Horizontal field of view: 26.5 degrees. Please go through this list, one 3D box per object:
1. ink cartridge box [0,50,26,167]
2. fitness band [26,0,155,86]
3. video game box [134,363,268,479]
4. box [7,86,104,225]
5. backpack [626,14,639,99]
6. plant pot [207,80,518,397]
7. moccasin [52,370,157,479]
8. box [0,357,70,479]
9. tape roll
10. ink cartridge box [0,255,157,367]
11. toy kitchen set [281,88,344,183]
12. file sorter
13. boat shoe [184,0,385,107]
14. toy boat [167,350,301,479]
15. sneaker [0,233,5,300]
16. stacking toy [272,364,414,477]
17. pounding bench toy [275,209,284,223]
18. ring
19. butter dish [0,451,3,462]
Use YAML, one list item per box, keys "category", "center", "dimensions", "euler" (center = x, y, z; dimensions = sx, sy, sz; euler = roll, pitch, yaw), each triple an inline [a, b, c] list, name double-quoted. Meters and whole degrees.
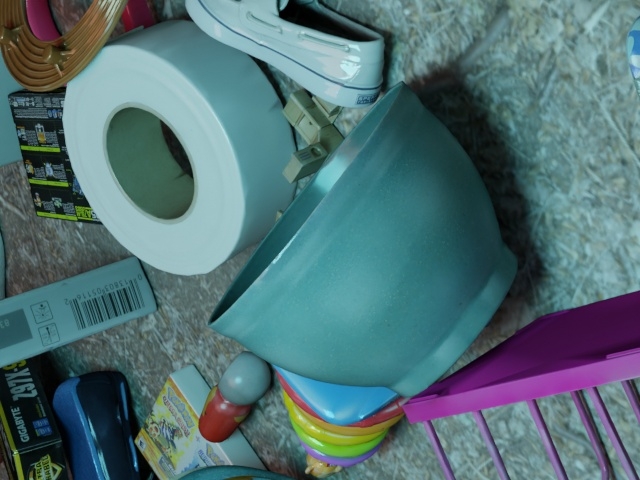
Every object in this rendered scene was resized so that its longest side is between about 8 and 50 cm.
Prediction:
- category: "ink cartridge box"
  center: [-0.546, -0.246, 1.983]
  dimensions: [0.273, 0.114, 0.197]
  euler: [35, 132, 37]
- category: "fitness band"
  center: [-0.299, -0.288, 1.720]
  dimensions: [0.291, 0.054, 0.209]
  euler: [30, 131, 40]
- category: "video game box"
  center: [-0.160, 0.301, 1.841]
  dimensions: [0.205, 0.048, 0.187]
  euler: [52, 137, 20]
- category: "box"
  center: [-0.348, -0.118, 1.866]
  dimensions: [0.190, 0.045, 0.184]
  euler: [6, 114, 48]
- category: "backpack"
  center: [0.337, -0.086, 0.908]
  dimensions: [0.191, 0.225, 0.254]
  euler: [-2, 116, 54]
- category: "plant pot"
  center: [0.060, 0.024, 1.281]
  dimensions: [0.196, 0.293, 0.293]
  euler: [38, 140, -5]
- category: "moccasin"
  center: [-0.280, 0.354, 1.958]
  dimensions: [0.137, 0.116, 0.342]
  euler: [0, 104, 50]
- category: "box"
  center: [-0.445, 0.310, 2.061]
  dimensions: [0.322, 0.079, 0.257]
  euler: [-127, 30, -51]
- category: "tape roll"
  center: [-0.166, -0.107, 1.565]
  dimensions: [0.286, 0.100, 0.286]
  euler: [23, 129, 32]
- category: "ink cartridge box"
  center: [-0.454, 0.134, 1.899]
  dimensions: [0.385, 0.308, 0.091]
  euler: [-20, 90, 53]
- category: "toy kitchen set"
  center: [-0.017, -0.122, 1.435]
  dimensions: [0.083, 0.075, 0.068]
  euler: [51, 139, 14]
- category: "file sorter"
  center: [0.259, 0.156, 1.139]
  dimensions: [0.290, 0.202, 0.182]
  euler: [-22, 93, 53]
- category: "boat shoe"
  center: [-0.033, -0.230, 1.402]
  dimensions: [0.258, 0.095, 0.084]
  euler: [31, 127, 24]
- category: "toy boat"
  center: [-0.091, 0.291, 1.624]
  dimensions: [0.148, 0.267, 0.318]
  euler: [121, 147, -41]
- category: "sneaker"
  center: [-0.594, 0.051, 2.157]
  dimensions: [0.135, 0.150, 0.366]
  euler: [19, 121, 44]
- category: "stacking toy"
  center: [0.021, 0.184, 1.499]
  dimensions: [0.166, 0.175, 0.302]
  euler: [45, 148, 25]
- category: "pounding bench toy"
  center: [0.000, 0.000, 1.482]
  dimensions: [0.083, 0.065, 0.052]
  euler: [36, 132, 34]
- category: "ring"
  center: [-0.299, -0.339, 1.579]
  dimensions: [0.336, 0.032, 0.337]
  euler: [-21, 62, 45]
- category: "butter dish"
  center: [-0.565, 0.330, 2.286]
  dimensions: [0.118, 0.160, 0.160]
  euler: [11, 119, 22]
